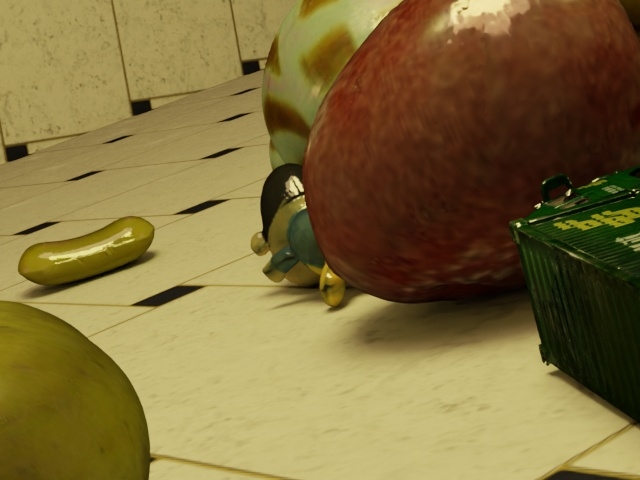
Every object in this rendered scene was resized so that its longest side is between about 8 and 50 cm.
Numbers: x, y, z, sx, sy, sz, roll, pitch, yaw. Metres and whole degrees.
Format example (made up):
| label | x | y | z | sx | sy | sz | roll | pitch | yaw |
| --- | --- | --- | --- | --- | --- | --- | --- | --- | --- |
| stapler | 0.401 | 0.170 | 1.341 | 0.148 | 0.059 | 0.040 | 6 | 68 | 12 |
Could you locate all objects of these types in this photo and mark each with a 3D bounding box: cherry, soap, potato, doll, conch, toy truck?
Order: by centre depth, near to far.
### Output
| label | x | y | z | sx | sy | sz | roll | pitch | yaw |
| --- | --- | --- | --- | --- | --- | --- | --- | --- | --- |
| potato | -0.168 | 0.111 | 0.712 | 0.197 | 0.149 | 0.228 | -6 | 8 | -18 |
| toy truck | 0.176 | 0.020 | 0.828 | 0.121 | 0.088 | 0.259 | -18 | 11 | -8 |
| cherry | 0.119 | -0.075 | 1.066 | 0.285 | 0.213 | 0.236 | -28 | -34 | 11 |
| doll | 0.000 | 0.000 | 1.250 | 0.102 | 0.089 | 0.179 | -19 | 34 | -10 |
| conch | 0.058 | -0.101 | 1.368 | 0.197 | 0.249 | 0.368 | -26 | -14 | -10 |
| soap | -0.230 | 0.012 | 1.627 | 0.140 | 0.045 | 0.089 | -17 | 13 | -11 |

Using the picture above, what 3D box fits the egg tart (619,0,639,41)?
| label | x | y | z | sx | sy | sz | roll | pitch | yaw |
| --- | --- | --- | --- | --- | --- | --- | --- | --- | --- |
| egg tart | 0.255 | -0.183 | 1.180 | 0.294 | 0.123 | 0.294 | 17 | 5 | -2 |
